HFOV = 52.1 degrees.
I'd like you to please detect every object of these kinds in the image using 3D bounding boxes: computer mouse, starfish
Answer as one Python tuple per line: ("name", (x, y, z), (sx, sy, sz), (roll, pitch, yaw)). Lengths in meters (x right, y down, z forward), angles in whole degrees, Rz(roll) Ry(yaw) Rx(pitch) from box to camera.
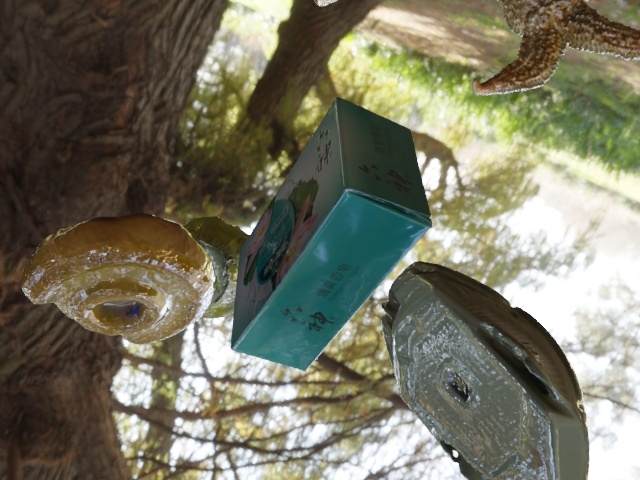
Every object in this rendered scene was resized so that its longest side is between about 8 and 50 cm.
("computer mouse", (0.242, 0.194, 0.960), (0.145, 0.228, 0.429), (-6, -148, -29))
("starfish", (0.342, -0.348, 0.918), (0.084, 0.301, 0.293), (55, -153, -51))

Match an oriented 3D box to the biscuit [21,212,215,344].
("biscuit", (-0.270, 0.060, 0.950), (0.274, 0.213, 0.091), (33, -150, -43))

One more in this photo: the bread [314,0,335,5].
("bread", (0.031, -0.461, 1.166), (0.154, 0.136, 0.054), (-33, -84, -34))

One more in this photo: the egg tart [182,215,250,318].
("egg tart", (-0.204, 0.056, 1.175), (0.197, 0.197, 0.078), (28, -163, 10))

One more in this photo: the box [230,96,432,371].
("box", (0.000, 0.000, 0.669), (0.092, 0.245, 0.153), (21, -142, -19))
